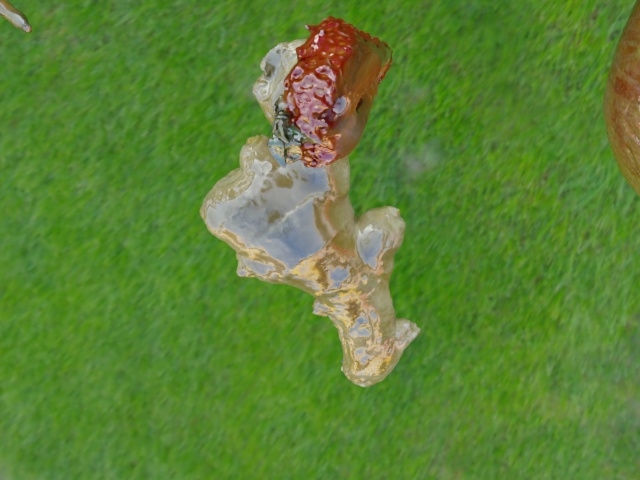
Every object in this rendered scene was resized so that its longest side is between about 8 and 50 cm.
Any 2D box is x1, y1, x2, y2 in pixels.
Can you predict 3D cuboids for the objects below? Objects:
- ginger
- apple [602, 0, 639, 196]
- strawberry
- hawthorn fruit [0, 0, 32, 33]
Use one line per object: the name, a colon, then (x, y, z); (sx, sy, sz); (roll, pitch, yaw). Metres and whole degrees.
ginger: (0.000, 0.000, 0.998); (0.148, 0.081, 0.333); (-30, 123, -4)
apple: (0.278, -0.089, 0.737); (0.188, 0.211, 0.211); (29, 129, 36)
strawberry: (0.015, -0.098, 0.820); (0.048, 0.152, 0.103); (21, 125, 22)
hawthorn fruit: (-0.279, -0.194, 0.789); (0.226, 0.196, 0.196); (29, 126, -3)
